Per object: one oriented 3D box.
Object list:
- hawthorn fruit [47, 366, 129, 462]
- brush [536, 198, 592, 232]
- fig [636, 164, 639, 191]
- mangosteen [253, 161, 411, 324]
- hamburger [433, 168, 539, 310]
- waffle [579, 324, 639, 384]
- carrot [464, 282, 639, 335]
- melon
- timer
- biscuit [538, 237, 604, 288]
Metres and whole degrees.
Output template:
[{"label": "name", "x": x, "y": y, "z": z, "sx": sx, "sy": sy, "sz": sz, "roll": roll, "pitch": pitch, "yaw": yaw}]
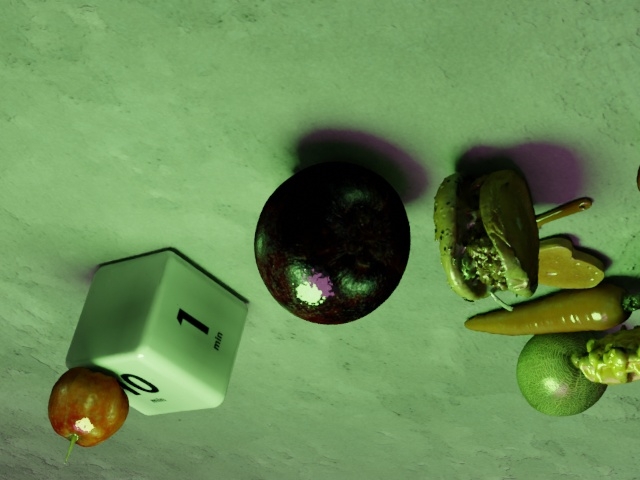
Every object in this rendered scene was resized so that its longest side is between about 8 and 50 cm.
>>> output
[{"label": "hawthorn fruit", "x": -0.361, "y": 0.260, "z": 2.019, "sx": 0.125, "sy": 0.140, "sz": 0.125, "roll": 3, "pitch": 116, "yaw": 7}, {"label": "brush", "x": 0.295, "y": -0.026, "z": 1.744, "sx": 0.043, "sy": 0.014, "sz": 0.170, "roll": 30, "pitch": 147, "yaw": -30}, {"label": "fig", "x": 0.462, "y": -0.091, "z": 1.489, "sx": 0.146, "sy": 0.134, "sz": 0.201, "roll": 39, "pitch": 106, "yaw": 6}, {"label": "mangosteen", "x": 0.007, "y": 0.008, "z": 1.721, "sx": 0.216, "sy": 0.216, "sz": 0.216, "roll": 10, "pitch": 151, "yaw": 6}, {"label": "hamburger", "x": 0.211, "y": 0.002, "z": 1.653, "sx": 0.113, "sy": 0.185, "sz": 0.177, "roll": -8, "pitch": -170, "yaw": 17}, {"label": "waffle", "x": 0.490, "y": 0.131, "z": 1.722, "sx": 0.329, "sy": 0.062, "sz": 0.329, "roll": -15, "pitch": -179, "yaw": 0}, {"label": "carrot", "x": 0.335, "y": 0.110, "z": 1.919, "sx": 0.069, "sy": 0.069, "sz": 0.336, "roll": 34, "pitch": 149, "yaw": -33}, {"label": "melon", "x": 0.368, "y": 0.197, "z": 1.974, "sx": 0.139, "sy": 0.139, "sz": 0.192, "roll": 14, "pitch": 162, "yaw": -1}, {"label": "timer", "x": -0.262, "y": 0.153, "z": 2.109, "sx": 0.192, "sy": 0.194, "sz": 0.195, "roll": -12, "pitch": 143, "yaw": 39}, {"label": "biscuit", "x": 0.327, "y": 0.029, "z": 1.817, "sx": 0.140, "sy": 0.023, "sz": 0.118, "roll": 12, "pitch": 151, "yaw": 4}]
